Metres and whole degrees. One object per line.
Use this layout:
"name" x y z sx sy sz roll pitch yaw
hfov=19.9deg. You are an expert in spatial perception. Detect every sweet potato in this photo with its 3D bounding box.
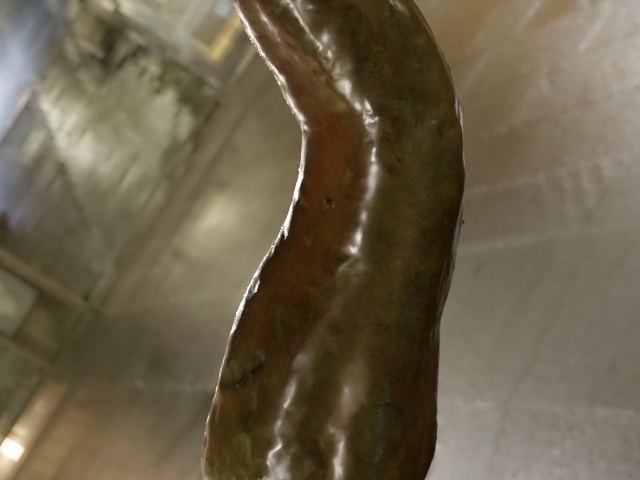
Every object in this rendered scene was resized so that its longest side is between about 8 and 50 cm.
"sweet potato" 0.005 -0.002 0.557 0.062 0.081 0.233 -154 62 -62
